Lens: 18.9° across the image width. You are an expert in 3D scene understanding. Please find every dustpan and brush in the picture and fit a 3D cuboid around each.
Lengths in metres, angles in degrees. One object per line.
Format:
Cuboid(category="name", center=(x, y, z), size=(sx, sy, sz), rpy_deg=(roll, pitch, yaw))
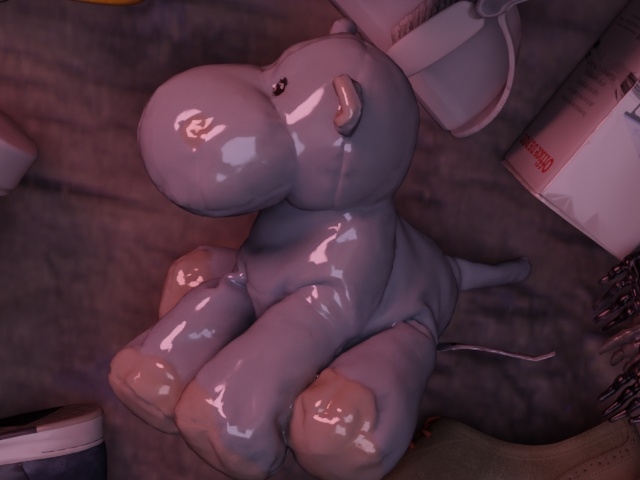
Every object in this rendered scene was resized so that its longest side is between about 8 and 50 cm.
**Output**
Cuboid(category="dustpan and brush", center=(0.095, -0.147, 1.237), size=(0.147, 0.060, 0.211), rpy_deg=(48, 135, -12))

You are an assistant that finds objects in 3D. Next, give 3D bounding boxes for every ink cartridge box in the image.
Cuboid(category="ink cartridge box", center=(0.219, -0.094, 1.277), size=(0.082, 0.139, 0.191), rpy_deg=(36, 98, -12))

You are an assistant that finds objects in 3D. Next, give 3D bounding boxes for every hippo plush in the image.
Cuboid(category="hippo plush", center=(0.000, 0.000, 1.209), size=(0.294, 0.234, 0.236), rpy_deg=(-7, 122, 0))

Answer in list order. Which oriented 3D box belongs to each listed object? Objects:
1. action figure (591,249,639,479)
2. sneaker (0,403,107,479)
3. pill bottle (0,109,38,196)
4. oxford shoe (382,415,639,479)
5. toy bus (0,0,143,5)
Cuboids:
Cuboid(category="action figure", center=(0.260, 0.107, 1.295), size=(0.141, 0.164, 0.275), rpy_deg=(-23, 146, 22))
Cuboid(category="sneaker", center=(-0.253, 0.212, 1.339), size=(0.226, 0.086, 0.163), rpy_deg=(-7, 99, -3))
Cuboid(category="pill bottle", center=(-0.300, 0.008, 1.268), size=(0.136, 0.136, 0.246), rpy_deg=(38, 97, -10))
Cuboid(category="oxford shoe", center=(0.066, 0.193, 1.356), size=(0.348, 0.123, 0.130), rpy_deg=(-6, 80, -5))
Cuboid(category="toy bus", center=(-0.257, -0.239, 1.233), size=(0.332, 0.108, 0.130), rpy_deg=(17, 100, -7))
